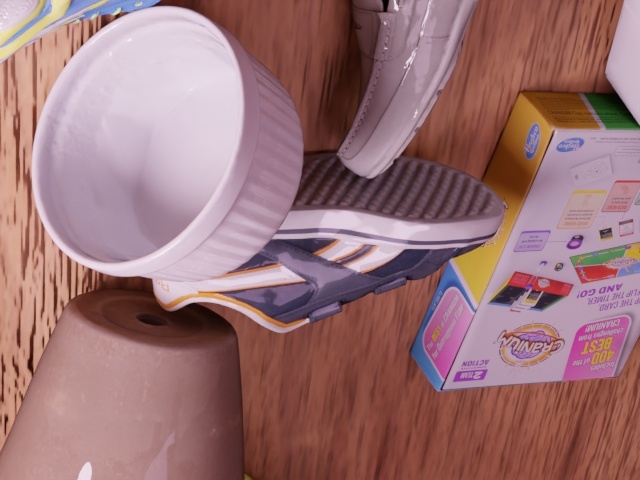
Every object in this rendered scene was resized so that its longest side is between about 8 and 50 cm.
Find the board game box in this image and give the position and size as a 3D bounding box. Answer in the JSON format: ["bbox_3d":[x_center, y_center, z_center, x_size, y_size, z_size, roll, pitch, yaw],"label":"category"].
[{"bbox_3d":[0.250,0.005,1.682,0.242,0.064,0.317,-1,127,-32],"label":"board game box"}]

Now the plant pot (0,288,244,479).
[{"bbox_3d":[-0.164,0.172,1.458,0.263,0.263,0.229,2,108,-33],"label":"plant pot"}]

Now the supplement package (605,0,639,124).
[{"bbox_3d":[0.426,-0.176,1.501,0.262,0.199,0.198,-25,156,-12],"label":"supplement package"}]

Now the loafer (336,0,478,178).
[{"bbox_3d":[0.071,-0.195,1.382,0.111,0.112,0.319,22,120,-3],"label":"loafer"}]

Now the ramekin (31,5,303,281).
[{"bbox_3d":[-0.110,-0.064,1.302,0.207,0.207,0.109,-48,144,13],"label":"ramekin"}]

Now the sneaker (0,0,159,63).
[{"bbox_3d":[-0.176,-0.181,1.234,0.240,0.091,0.126,-45,137,9],"label":"sneaker"}]

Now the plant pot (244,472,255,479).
[{"bbox_3d":[-0.085,0.370,1.685,0.227,0.207,0.228,-38,137,1],"label":"plant pot"}]

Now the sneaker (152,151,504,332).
[{"bbox_3d":[0.000,0.000,1.481,0.321,0.126,0.127,0,123,-21],"label":"sneaker"}]
